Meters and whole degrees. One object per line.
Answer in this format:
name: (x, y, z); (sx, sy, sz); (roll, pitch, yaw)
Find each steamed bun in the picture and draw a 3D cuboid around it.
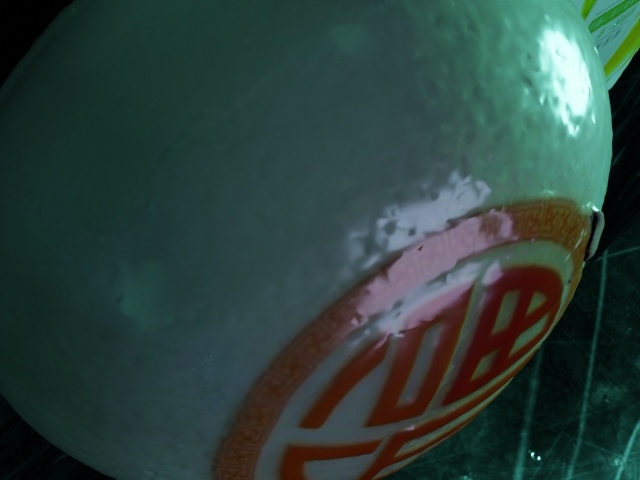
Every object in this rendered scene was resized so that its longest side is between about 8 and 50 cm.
steamed bun: (0.000, 0.000, 0.757); (0.283, 0.177, 0.283); (-29, 153, -17)

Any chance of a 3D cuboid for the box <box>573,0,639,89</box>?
box: (0.104, -0.138, 0.975); (0.260, 0.111, 0.194); (-37, 163, -47)
